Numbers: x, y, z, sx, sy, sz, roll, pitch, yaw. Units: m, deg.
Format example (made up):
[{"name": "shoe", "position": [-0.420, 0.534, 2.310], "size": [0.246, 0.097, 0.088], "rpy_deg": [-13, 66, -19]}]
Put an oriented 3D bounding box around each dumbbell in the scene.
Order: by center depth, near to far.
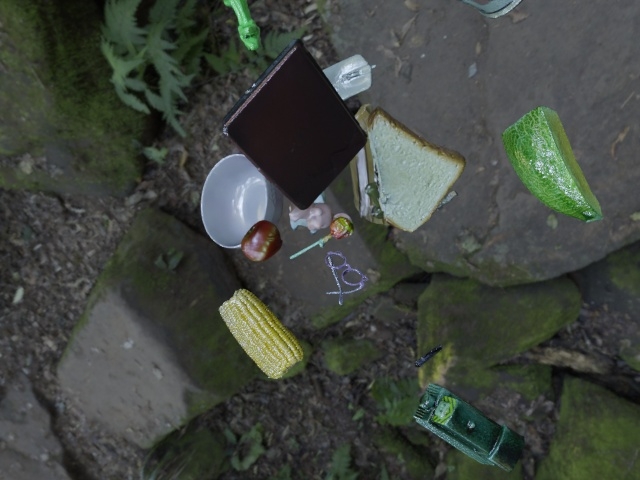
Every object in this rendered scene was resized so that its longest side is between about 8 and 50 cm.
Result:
[{"name": "dumbbell", "position": [0.168, -0.118, 1.698], "size": [0.052, 0.117, 0.046], "rpy_deg": [-18, 142, 0]}]

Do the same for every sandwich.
[{"name": "sandwich", "position": [0.197, -0.174, 1.494], "size": [0.289, 0.099, 0.254], "rpy_deg": [28, 119, -17]}]

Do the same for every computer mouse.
[{"name": "computer mouse", "position": [0.047, -0.361, 1.324], "size": [0.182, 0.056, 0.089], "rpy_deg": [-17, 102, 34]}]

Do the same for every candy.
[{"name": "candy", "position": [0.000, 0.000, 1.542], "size": [0.201, 0.060, 0.060], "rpy_deg": [-31, 104, 18]}]

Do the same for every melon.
[{"name": "melon", "position": [0.602, -0.174, 1.482], "size": [0.323, 0.124, 0.196], "rpy_deg": [62, 166, 7]}]

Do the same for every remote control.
[{"name": "remote control", "position": [0.307, 0.326, 1.631], "size": [0.014, 0.096, 0.039], "rpy_deg": [49, 164, 30]}]

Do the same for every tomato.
[{"name": "tomato", "position": [-0.120, 0.004, 1.198], "size": [0.075, 0.087, 0.087], "rpy_deg": [43, 141, -16]}]

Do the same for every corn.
[{"name": "corn", "position": [-0.104, 0.160, 1.007], "size": [0.165, 0.063, 0.085], "rpy_deg": [50, 121, 10]}]

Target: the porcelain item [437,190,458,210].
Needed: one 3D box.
[{"name": "porcelain item", "position": [0.386, -0.110, 1.878], "size": [0.021, 0.136, 0.075], "rpy_deg": [57, -172, 17]}]

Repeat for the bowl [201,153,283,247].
[{"name": "bowl", "position": [-0.221, -0.113, 1.781], "size": [0.287, 0.144, 0.286], "rpy_deg": [-5, 83, 39]}]

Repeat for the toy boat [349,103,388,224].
[{"name": "toy boat", "position": [0.178, -0.226, 1.841], "size": [0.135, 0.162, 0.445], "rpy_deg": [-117, 12, -45]}]

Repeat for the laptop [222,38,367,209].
[{"name": "laptop", "position": [-0.029, -0.146, 0.781], "size": [0.026, 0.154, 0.207], "rpy_deg": [40, 178, 40]}]

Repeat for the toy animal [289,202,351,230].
[{"name": "toy animal", "position": [-0.001, -0.077, 1.982], "size": [0.213, 0.124, 0.124], "rpy_deg": [28, 143, -15]}]

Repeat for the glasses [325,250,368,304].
[{"name": "glasses", "position": [0.057, 0.105, 1.474], "size": [0.140, 0.063, 0.103], "rpy_deg": [42, 142, 36]}]

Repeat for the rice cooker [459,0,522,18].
[{"name": "rice cooker", "position": [0.409, -0.707, 1.430], "size": [0.317, 0.264, 0.316], "rpy_deg": [1, 160, 0]}]

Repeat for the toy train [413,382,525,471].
[{"name": "toy train", "position": [0.446, 0.553, 1.714], "size": [0.330, 0.138, 0.178], "rpy_deg": [35, 165, -13]}]

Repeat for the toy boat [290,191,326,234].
[{"name": "toy boat", "position": [-0.045, -0.128, 2.249], "size": [0.134, 0.079, 0.207], "rpy_deg": [12, 108, 6]}]

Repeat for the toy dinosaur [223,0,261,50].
[{"name": "toy dinosaur", "position": [-0.270, -0.772, 1.714], "size": [0.500, 0.144, 0.374], "rpy_deg": [-117, 5, -63]}]
